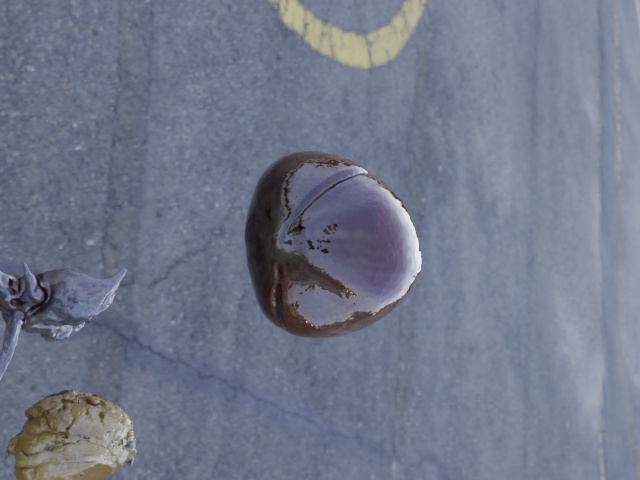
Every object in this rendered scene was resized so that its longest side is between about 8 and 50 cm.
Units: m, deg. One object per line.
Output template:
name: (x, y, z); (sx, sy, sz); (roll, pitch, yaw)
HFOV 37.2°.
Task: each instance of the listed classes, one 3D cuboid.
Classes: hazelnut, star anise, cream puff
hazelnut: (0.000, 0.000, 1.142); (0.229, 0.230, 0.229); (20, 67, -58)
star anise: (-0.280, 0.118, 0.862); (0.218, 0.148, 0.227); (49, 42, -55)
cream puff: (-0.264, 0.210, 1.004); (0.119, 0.133, 0.104); (41, 28, -63)
